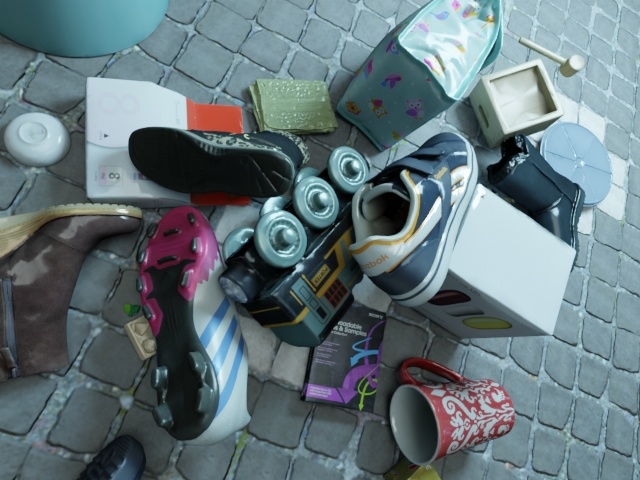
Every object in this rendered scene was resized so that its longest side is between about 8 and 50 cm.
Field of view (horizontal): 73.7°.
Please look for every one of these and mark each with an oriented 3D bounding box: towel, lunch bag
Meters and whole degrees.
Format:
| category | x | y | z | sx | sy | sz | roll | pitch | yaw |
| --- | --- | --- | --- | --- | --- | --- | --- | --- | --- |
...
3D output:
| category | x | y | z | sx | sy | sz | roll | pitch | yaw |
| --- | --- | --- | --- | --- | --- | --- | --- | --- | --- |
| towel | -0.047 | -0.237 | 0.760 | 0.148 | 0.027 | 0.109 | -10 | 79 | -20 |
| lunch bag | 0.182 | -0.316 | 0.754 | 0.160 | 0.223 | 0.262 | 41 | 65 | -12 |

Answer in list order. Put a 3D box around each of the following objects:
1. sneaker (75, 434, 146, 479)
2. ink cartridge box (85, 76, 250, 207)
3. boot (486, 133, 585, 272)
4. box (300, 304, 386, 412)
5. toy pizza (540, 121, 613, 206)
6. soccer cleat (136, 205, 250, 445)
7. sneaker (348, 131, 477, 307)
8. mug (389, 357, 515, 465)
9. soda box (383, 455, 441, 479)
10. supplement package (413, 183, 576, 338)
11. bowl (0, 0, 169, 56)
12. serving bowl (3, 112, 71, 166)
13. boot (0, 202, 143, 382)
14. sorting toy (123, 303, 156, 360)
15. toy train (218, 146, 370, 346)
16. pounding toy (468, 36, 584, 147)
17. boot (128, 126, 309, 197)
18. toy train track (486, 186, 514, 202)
| category | x | y | z | sx | sy | sz | roll | pitch | yaw |
| --- | --- | --- | --- | --- | --- | --- | --- | --- | --- |
| sneaker | -0.274 | 0.396 | 0.492 | 0.131 | 0.112 | 0.318 | 37 | 69 | -25 |
| ink cartridge box | -0.230 | -0.147 | 0.660 | 0.233 | 0.066 | 0.188 | -3 | 77 | -16 |
| boot | 0.398 | -0.060 | 0.819 | 0.207 | 0.094 | 0.246 | 31 | 69 | -17 |
| box | 0.040 | 0.182 | 0.682 | 0.116 | 0.029 | 0.161 | 15 | 71 | -15 |
| toy pizza | 0.566 | -0.169 | 0.953 | 0.202 | 0.032 | 0.201 | 4 | 76 | -17 |
| soccer cleat | -0.170 | 0.111 | 0.597 | 0.116 | 0.143 | 0.330 | -21 | 60 | 12 |
| sneaker | 0.135 | -0.072 | 0.614 | 0.128 | 0.126 | 0.320 | 39 | 51 | -22 |
| mug | 0.209 | 0.257 | 0.675 | 0.170 | 0.113 | 0.150 | 2 | 71 | -27 |
| soda box | 0.176 | 0.424 | 0.652 | 0.061 | 0.058 | 0.181 | -31 | 88 | -24 |
| supplement package | 0.242 | 0.049 | 0.692 | 0.194 | 0.203 | 0.149 | 32 | 68 | -9 |
| bowl | -0.387 | -0.454 | 0.625 | 0.312 | 0.163 | 0.310 | 4 | 75 | -17 |
| serving bowl | -0.407 | -0.149 | 0.612 | 0.084 | 0.027 | 0.083 | 5 | 75 | -19 |
| boot | -0.351 | 0.062 | 0.564 | 0.249 | 0.090 | 0.206 | -12 | 93 | -23 |
| sorting toy | -0.244 | 0.119 | 0.609 | 0.062 | 0.012 | 0.083 | -28 | 86 | -25 |
| toy train | 0.000 | 0.000 | 0.648 | 0.190 | 0.142 | 0.334 | 53 | 52 | -14 |
| pounding toy | 0.425 | -0.315 | 0.883 | 0.206 | 0.094 | 0.180 | -18 | 82 | -2 |
| boot | -0.138 | -0.128 | 0.643 | 0.237 | 0.178 | 0.085 | 11 | 112 | 7 |
| toy train track | 0.364 | -0.086 | 0.871 | 0.084 | 0.014 | 0.048 | 4 | 75 | -19 |
